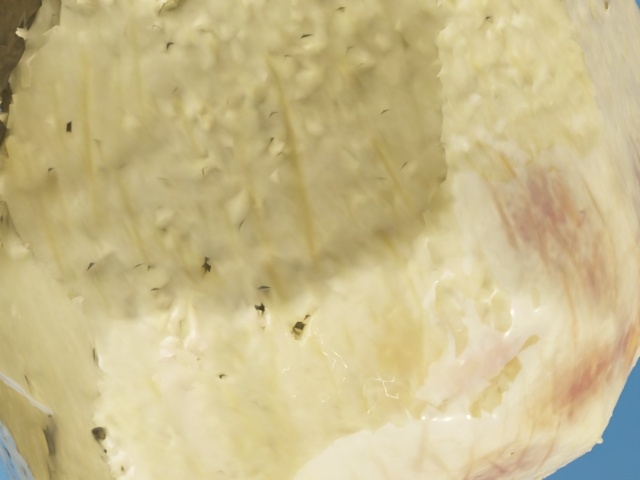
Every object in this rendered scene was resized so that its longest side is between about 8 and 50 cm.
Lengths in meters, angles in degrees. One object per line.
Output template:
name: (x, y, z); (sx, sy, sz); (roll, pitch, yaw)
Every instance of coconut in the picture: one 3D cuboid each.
coconut: (0.000, 0.000, 0.620); (0.415, 0.415, 0.344); (-58, -169, 19)
